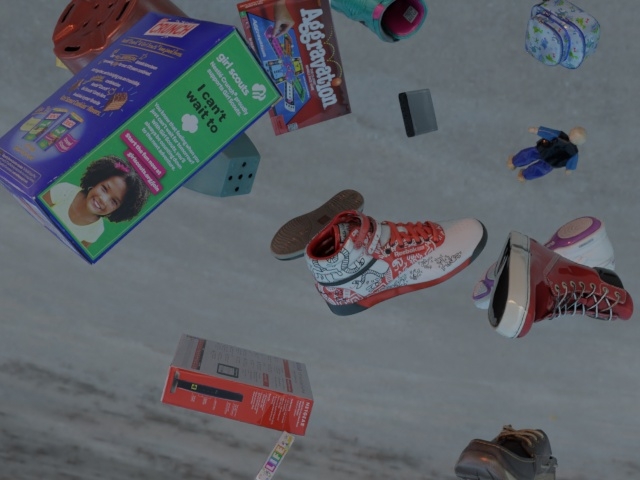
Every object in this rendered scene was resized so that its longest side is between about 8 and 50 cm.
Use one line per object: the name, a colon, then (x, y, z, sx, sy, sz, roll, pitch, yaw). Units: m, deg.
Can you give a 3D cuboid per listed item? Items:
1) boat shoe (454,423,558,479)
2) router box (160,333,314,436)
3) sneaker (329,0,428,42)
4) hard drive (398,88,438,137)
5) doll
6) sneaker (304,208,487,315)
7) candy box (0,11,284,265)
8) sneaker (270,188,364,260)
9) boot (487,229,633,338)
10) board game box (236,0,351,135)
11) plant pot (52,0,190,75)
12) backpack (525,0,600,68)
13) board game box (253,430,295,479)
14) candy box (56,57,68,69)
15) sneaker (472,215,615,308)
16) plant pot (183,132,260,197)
boat shoe: (0.333, 0.386, 1.687, 0.132, 0.130, 0.355, 12, 163, 28)
router box: (-0.177, 0.306, 2.082, 0.301, 0.082, 0.335, 15, -176, -5)
sneaker: (0.140, -0.485, 1.921, 0.178, 0.295, 0.123, 34, 124, 13)
hard drive: (0.207, -0.272, 2.037, 0.022, 0.094, 0.135, -9, -173, 30)
doll: (0.466, -0.183, 1.963, 0.129, 0.046, 0.189, 50, 141, -9)
sneaker: (0.110, 0.005, 1.425, 0.270, 0.090, 0.145, -25, 130, 6)
candy box: (-0.248, -0.145, 1.220, 0.268, 0.317, 0.122, 26, 157, 55)
sneaker: (0.000, 0.000, 1.910, 0.083, 0.222, 0.118, 44, 154, 31)
boot: (0.299, 0.071, 1.165, 0.176, 0.088, 0.244, 22, -158, 7)
board game box: (-0.038, -0.300, 1.613, 0.145, 0.027, 0.281, -18, 141, -1)
plant pot: (-0.317, -0.323, 1.718, 0.272, 0.272, 0.265, -5, 148, 35)
backpack: (0.406, -0.344, 1.623, 0.114, 0.084, 0.105, 36, 154, 27)
board game box: (-0.090, 0.422, 1.847, 0.026, 0.103, 0.154, 31, 164, 3)
candy box: (-0.445, -0.378, 2.004, 0.187, 0.109, 0.053, 20, 120, 21)
sneaker: (0.460, 0.079, 1.955, 0.305, 0.114, 0.152, -28, 117, 11)
plant pot: (-0.269, -0.206, 2.324, 0.234, 0.165, 0.166, 35, -151, 33)
